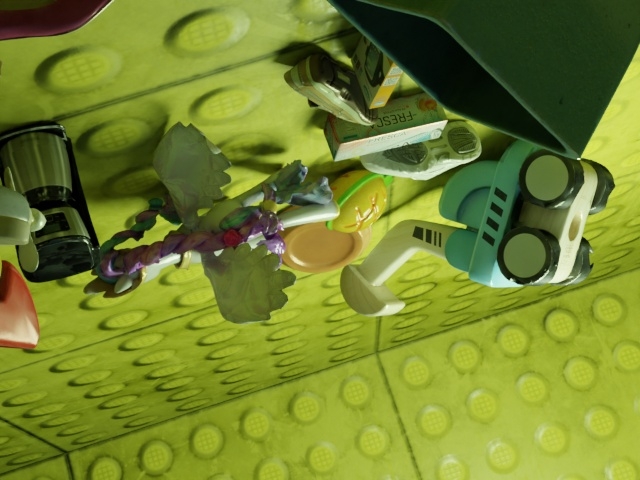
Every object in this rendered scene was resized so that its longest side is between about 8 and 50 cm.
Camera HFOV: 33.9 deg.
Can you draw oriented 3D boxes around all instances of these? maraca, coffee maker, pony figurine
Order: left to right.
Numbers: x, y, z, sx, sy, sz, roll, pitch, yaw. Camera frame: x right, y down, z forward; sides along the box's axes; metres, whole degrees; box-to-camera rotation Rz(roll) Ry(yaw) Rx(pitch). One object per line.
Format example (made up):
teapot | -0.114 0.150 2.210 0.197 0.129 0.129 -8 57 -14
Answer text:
coffee maker | -0.353 -0.041 1.396 0.120 0.178 0.171 -22 161 10
pony figurine | -0.148 -0.015 1.599 0.363 0.302 0.351 -22 177 -43
maraca | 0.071 -0.074 1.846 0.186 0.099 0.127 -26 158 -54

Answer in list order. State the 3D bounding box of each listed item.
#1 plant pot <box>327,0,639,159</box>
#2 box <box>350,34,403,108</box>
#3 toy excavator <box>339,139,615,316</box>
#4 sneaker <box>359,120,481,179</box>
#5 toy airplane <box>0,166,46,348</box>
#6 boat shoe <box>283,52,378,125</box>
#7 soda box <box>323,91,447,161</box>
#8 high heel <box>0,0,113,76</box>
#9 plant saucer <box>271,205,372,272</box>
plant pot | 0.197 -0.276 1.090 0.248 0.247 0.252 36 88 -34
box | 0.076 -0.238 1.407 0.028 0.081 0.136 -12 160 -21
toy excavator | 0.281 -0.013 2.021 0.445 0.432 0.222 20 -170 33
sneaker | 0.156 -0.134 1.770 0.232 0.090 0.115 -6 161 -31
toy airplane | -0.504 -0.013 1.208 0.386 0.272 0.384 21 155 -3
boat shoe | 0.014 -0.208 1.478 0.072 0.068 0.190 -15 155 27
soda box | 0.100 -0.178 1.634 0.183 0.058 0.063 -13 161 -14
high heel | -0.301 -0.255 1.054 0.244 0.082 0.117 -30 124 7
plant saucer | 0.000 0.000 1.964 0.200 0.037 0.200 -5 141 -4
